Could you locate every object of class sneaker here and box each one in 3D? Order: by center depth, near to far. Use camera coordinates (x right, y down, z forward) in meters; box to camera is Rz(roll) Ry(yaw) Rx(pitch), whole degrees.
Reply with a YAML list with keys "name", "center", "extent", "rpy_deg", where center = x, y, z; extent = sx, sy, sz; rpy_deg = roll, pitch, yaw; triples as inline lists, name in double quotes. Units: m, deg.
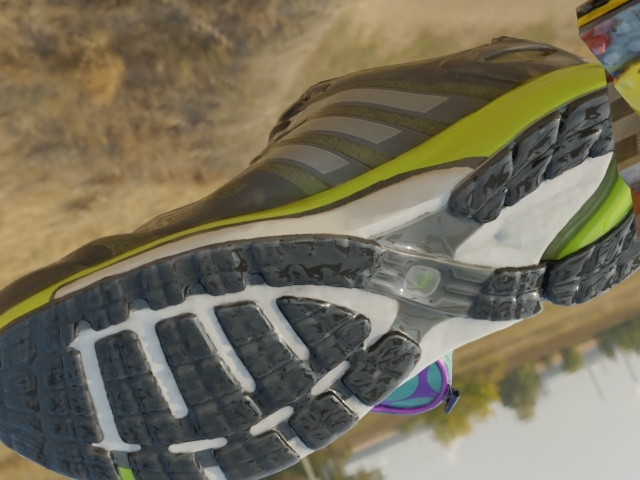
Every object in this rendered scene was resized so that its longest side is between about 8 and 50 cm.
- name: "sneaker"
  center: [0.000, 0.000, 0.586]
  extent: [0.300, 0.111, 0.121]
  rpy_deg: [-21, -148, -17]

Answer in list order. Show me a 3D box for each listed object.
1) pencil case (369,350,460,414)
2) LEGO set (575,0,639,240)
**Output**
- name: "pencil case"
  center: [0.051, 0.022, 0.792]
  extent: [0.070, 0.064, 0.152]
  rpy_deg: [-54, -166, 45]
- name: "LEGO set"
  center: [0.132, -0.137, 0.294]
  extent: [0.331, 0.192, 0.255]
  rpy_deg: [-20, 132, 23]
